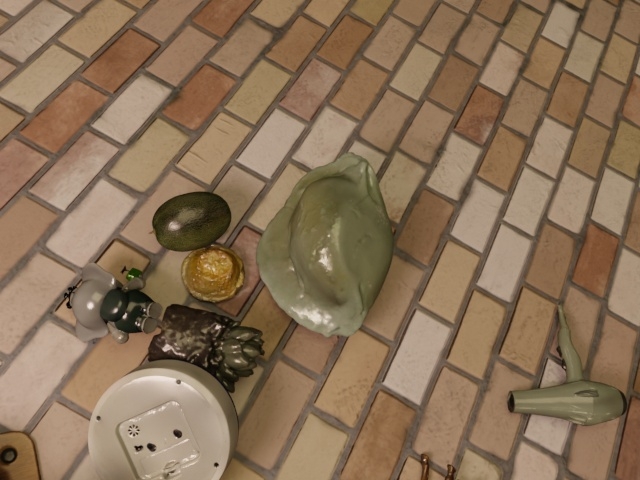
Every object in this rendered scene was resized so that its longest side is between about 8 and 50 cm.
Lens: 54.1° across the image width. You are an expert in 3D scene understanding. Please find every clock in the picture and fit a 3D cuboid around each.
[{"bbox_3d":[-0.251,0.312,1.008,0.230,0.083,0.230,0,93,4],"label":"clock"}]

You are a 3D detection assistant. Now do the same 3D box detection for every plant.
[{"bbox_3d":[-0.202,0.197,1.118,0.194,0.129,0.132,19,62,0],"label":"plant"}]

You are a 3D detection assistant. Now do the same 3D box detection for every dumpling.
[{"bbox_3d":[0.022,-0.011,1.241,0.270,0.212,0.320,24,49,2],"label":"dumpling"}]

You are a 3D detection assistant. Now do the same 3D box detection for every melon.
[{"bbox_3d":[-0.257,-0.038,1.232,0.167,0.114,0.114,-17,68,-23],"label":"melon"}]

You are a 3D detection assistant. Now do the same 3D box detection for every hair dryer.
[{"bbox_3d":[0.471,0.270,1.302,0.229,0.092,0.267,-13,53,-14],"label":"hair dryer"}]

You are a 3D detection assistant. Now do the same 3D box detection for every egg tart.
[{"bbox_3d":[-0.209,0.060,1.233,0.129,0.049,0.128,5,63,-11],"label":"egg tart"}]

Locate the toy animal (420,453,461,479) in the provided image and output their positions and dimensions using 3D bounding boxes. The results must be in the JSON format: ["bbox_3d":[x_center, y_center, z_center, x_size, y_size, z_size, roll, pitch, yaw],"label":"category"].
[{"bbox_3d":[0.155,0.481,1.105,0.275,0.054,0.149,-21,67,-23],"label":"toy animal"}]

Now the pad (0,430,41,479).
[{"bbox_3d":[-0.566,0.460,0.947,0.286,0.018,0.284,-13,66,-22],"label":"pad"}]

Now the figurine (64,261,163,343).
[{"bbox_3d":[-0.375,0.117,1.120,0.192,0.126,0.147,12,86,19],"label":"figurine"}]
